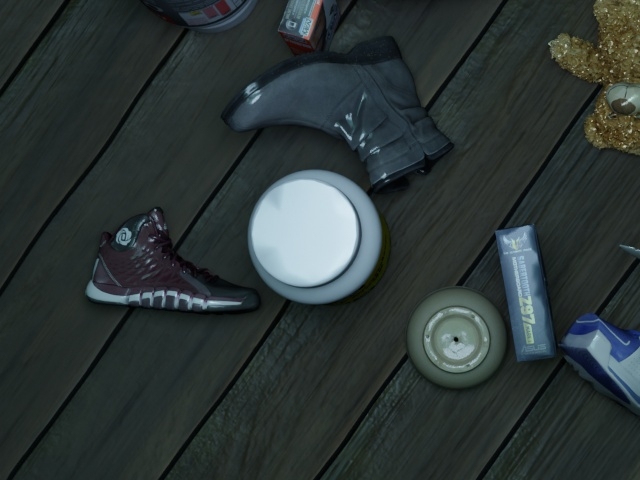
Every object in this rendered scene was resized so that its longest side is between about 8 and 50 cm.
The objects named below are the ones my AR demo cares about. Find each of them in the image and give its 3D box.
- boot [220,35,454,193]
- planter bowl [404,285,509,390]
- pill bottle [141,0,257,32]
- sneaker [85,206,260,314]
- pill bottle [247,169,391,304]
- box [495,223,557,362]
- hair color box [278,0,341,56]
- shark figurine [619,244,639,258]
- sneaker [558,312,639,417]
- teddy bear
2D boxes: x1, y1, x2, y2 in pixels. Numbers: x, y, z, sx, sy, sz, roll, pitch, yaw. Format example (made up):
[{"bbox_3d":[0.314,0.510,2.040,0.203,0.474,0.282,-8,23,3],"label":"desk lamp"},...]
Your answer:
[{"bbox_3d":[0.040,-0.165,1.580,0.338,0.118,0.223,-23,80,-29],"label":"boot"},{"bbox_3d":[0.204,0.149,1.612,0.162,0.109,0.162,0,87,7],"label":"planter bowl"},{"bbox_3d":[-0.198,-0.431,1.572,0.210,0.363,0.210,0,86,7],"label":"pill bottle"},{"bbox_3d":[-0.228,0.030,1.679,0.281,0.106,0.163,4,84,8],"label":"sneaker"},{"bbox_3d":[0.000,0.000,1.534,0.187,0.334,0.188,0,87,8],"label":"pill bottle"},{"bbox_3d":[0.299,0.075,1.542,0.059,0.232,0.183,-10,84,11],"label":"box"},{"bbox_3d":[-0.014,-0.334,1.641,0.053,0.167,0.093,19,89,10],"label":"hair color box"},{"bbox_3d":[0.541,0.001,1.570,0.116,0.278,0.166,4,121,44],"label":"shark figurine"},{"bbox_3d":[0.508,0.176,1.555,0.315,0.127,0.182,37,81,-14],"label":"sneaker"},{"bbox_3d":[0.478,-0.303,1.606,0.245,0.113,0.338,24,89,10],"label":"teddy bear"}]
